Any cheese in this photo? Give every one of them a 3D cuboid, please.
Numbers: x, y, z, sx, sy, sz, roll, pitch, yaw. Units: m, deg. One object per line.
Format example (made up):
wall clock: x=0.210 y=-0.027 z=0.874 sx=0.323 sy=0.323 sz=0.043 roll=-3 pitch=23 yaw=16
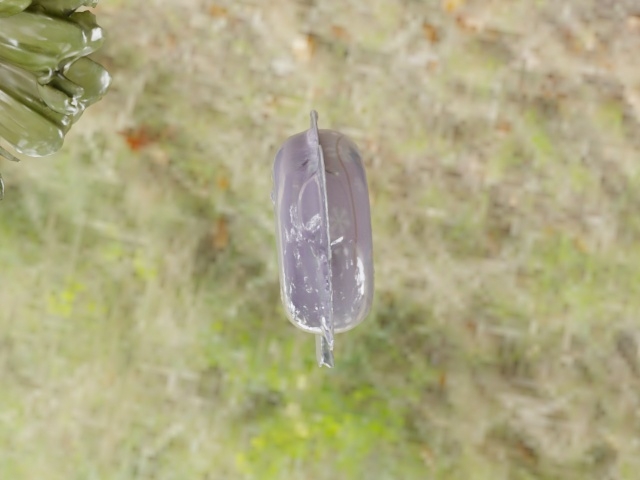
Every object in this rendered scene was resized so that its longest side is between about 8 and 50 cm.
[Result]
cheese: x=0.000 y=0.000 z=0.859 sx=0.042 sy=0.105 sz=0.191 roll=-4 pitch=171 yaw=-3

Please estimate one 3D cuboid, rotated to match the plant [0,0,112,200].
plant: x=-0.293 y=-0.169 z=1.237 sx=0.306 sy=0.297 sz=0.261 roll=-2 pitch=175 yaw=17
